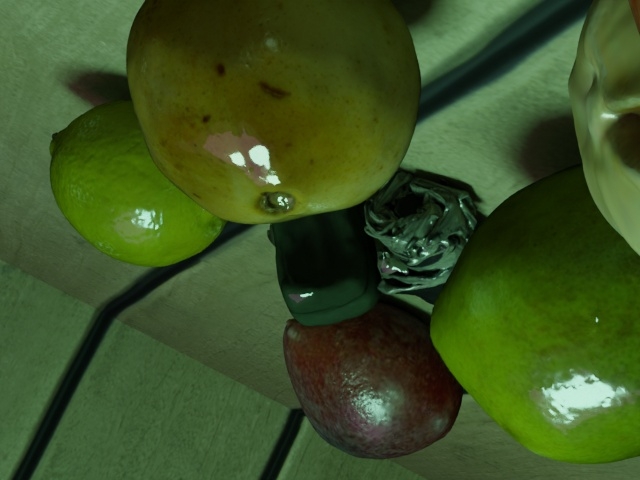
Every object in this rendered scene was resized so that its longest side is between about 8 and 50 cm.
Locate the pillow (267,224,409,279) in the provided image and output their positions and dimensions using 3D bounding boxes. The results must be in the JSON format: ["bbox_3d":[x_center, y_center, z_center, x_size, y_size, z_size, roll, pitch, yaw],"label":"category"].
[{"bbox_3d":[0.012,0.003,1.821,0.241,0.051,0.093,15,162,42],"label":"pillow"}]

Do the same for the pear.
[{"bbox_3d":[0.245,0.057,1.261,0.321,0.269,0.269,-17,138,42],"label":"pear"}]

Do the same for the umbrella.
[{"bbox_3d":[0.155,0.049,1.643,0.113,0.106,0.358,9,159,31],"label":"umbrella"}]

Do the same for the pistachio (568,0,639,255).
[{"bbox_3d":[0.277,-0.070,0.872,0.309,0.230,0.230,9,159,32],"label":"pistachio"}]

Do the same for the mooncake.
[{"bbox_3d":[0.000,0.000,1.617,0.104,0.175,0.168,-13,-166,14],"label":"mooncake"}]

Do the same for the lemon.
[{"bbox_3d":[-0.201,-0.065,1.693,0.248,0.184,0.184,16,163,31],"label":"lemon"}]

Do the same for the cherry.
[{"bbox_3d":[0.069,0.173,2.054,0.239,0.206,0.239,51,158,30],"label":"cherry"}]

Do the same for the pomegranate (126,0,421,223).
[{"bbox_3d":[-0.039,-0.117,1.170,0.233,0.233,0.233,24,165,7],"label":"pomegranate"}]

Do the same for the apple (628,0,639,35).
[{"bbox_3d":[0.223,-0.142,0.629,0.242,0.242,0.241,12,150,41],"label":"apple"}]
